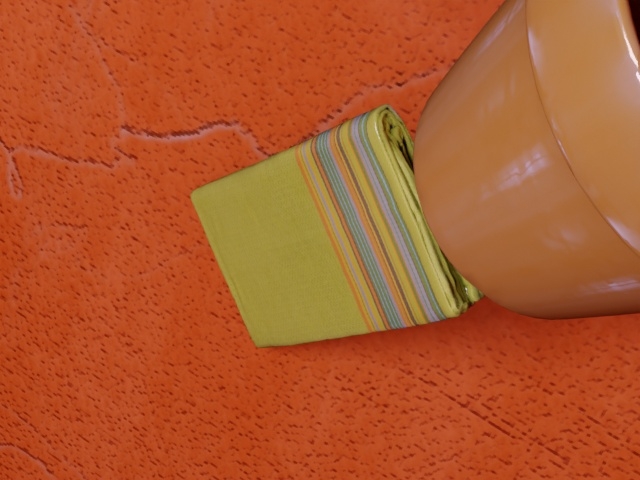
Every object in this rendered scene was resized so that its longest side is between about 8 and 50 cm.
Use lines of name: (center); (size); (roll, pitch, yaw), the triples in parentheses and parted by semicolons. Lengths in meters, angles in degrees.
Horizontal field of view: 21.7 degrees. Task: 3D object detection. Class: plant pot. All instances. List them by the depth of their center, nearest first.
plant pot: (0.142, -0.053, 0.700); (0.205, 0.205, 0.188); (58, 144, -1)

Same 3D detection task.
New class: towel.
towel: (0.000, 0.000, 0.854); (0.237, 0.021, 0.102); (-16, 96, 64)
